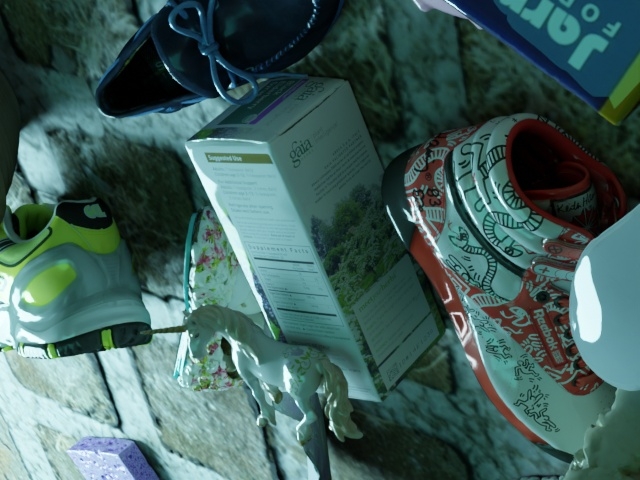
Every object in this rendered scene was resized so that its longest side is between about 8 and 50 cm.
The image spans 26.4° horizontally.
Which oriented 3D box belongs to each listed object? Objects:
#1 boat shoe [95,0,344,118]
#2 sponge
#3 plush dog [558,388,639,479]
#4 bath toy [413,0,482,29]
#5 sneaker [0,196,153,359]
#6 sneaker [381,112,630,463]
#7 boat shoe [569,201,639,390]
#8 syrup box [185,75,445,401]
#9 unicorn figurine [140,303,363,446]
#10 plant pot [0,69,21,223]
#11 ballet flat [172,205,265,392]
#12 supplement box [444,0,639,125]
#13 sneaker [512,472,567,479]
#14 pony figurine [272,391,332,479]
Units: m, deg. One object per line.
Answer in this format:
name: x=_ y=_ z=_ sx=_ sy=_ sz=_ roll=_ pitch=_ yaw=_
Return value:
boat shoe: x=-0.076 y=-0.135 z=0.989 sx=0.109 sy=0.089 sz=0.258 roll=51 pitch=144 yaw=-6
sponge: x=-0.208 y=0.322 z=1.616 sx=0.117 sy=0.031 sz=0.210 roll=-6 pitch=119 yaw=48
plush dog: x=0.242 y=0.223 z=0.892 sx=0.225 sy=0.211 sz=0.262 roll=42 pitch=-161 yaw=-42
bath toy: x=0.067 y=-0.182 z=0.764 sx=0.348 sy=0.151 sz=0.129 roll=24 pitch=96 yaw=25
sneaker: x=-0.287 y=0.036 z=1.365 sx=0.385 sy=0.145 sz=0.147 roll=-4 pitch=91 yaw=50
sneaker: x=0.160 y=0.038 z=0.916 sx=0.270 sy=0.090 sz=0.145 roll=56 pitch=146 yaw=-9
boat shoe: x=0.231 y=-0.016 z=0.786 sx=0.096 sy=0.088 sz=0.267 roll=49 pitch=141 yaw=31
syrup box: x=0.000 y=0.000 z=1.039 sx=0.096 sy=0.093 sz=0.236 roll=3 pitch=127 yaw=44
unicorn figurine: x=-0.041 y=0.100 z=1.057 sx=0.162 sy=0.060 sz=0.111 roll=2 pitch=127 yaw=26
plant pot: x=-0.361 y=-0.116 z=1.281 sx=0.237 sy=0.110 sz=0.237 roll=26 pitch=139 yaw=26
ballet flat: x=-0.085 y=0.055 z=1.209 sx=0.077 sy=0.091 sz=0.241 roll=10 pitch=144 yaw=-2
supplement box: x=0.150 y=-0.254 z=0.480 sx=0.194 sy=0.195 sz=0.356 roll=38 pitch=128 yaw=11
sneaker: x=0.189 y=0.222 z=1.077 sx=0.063 sy=0.075 sz=0.170 roll=53 pitch=144 yaw=-9
pony figurine: x=0.017 y=0.336 z=1.236 sx=0.364 sy=0.302 sz=0.351 roll=20 pitch=148 yaw=10
